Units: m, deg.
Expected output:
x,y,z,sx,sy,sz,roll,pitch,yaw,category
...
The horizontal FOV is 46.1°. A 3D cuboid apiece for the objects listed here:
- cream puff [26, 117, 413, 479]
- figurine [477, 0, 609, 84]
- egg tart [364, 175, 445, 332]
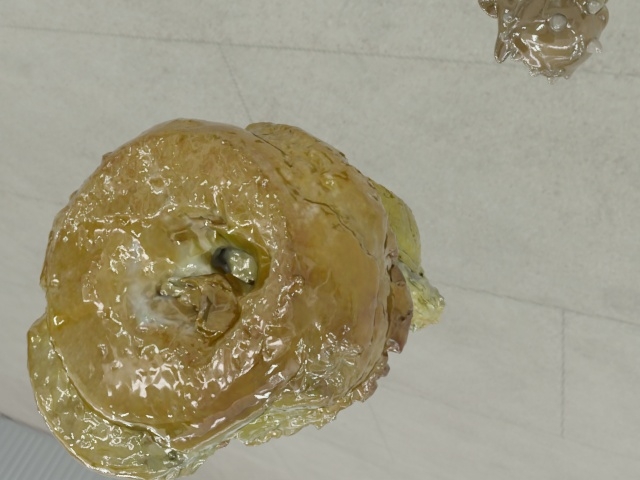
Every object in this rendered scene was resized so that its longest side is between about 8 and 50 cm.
x,y,z,sx,sy,sz,roll,pitch,yaw,category
-0.086,0.056,0.691,0.327,0.343,0.231,25,176,24,cream puff
0.383,-0.359,1.306,0.247,0.173,0.177,3,156,47,figurine
0.000,0.000,1.020,0.388,0.169,0.388,20,169,4,egg tart
